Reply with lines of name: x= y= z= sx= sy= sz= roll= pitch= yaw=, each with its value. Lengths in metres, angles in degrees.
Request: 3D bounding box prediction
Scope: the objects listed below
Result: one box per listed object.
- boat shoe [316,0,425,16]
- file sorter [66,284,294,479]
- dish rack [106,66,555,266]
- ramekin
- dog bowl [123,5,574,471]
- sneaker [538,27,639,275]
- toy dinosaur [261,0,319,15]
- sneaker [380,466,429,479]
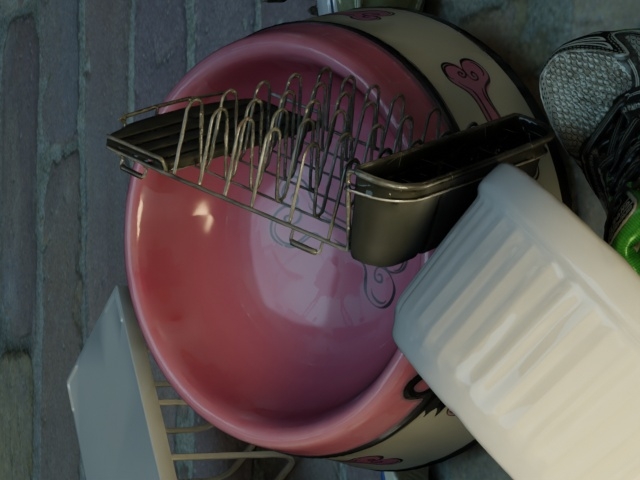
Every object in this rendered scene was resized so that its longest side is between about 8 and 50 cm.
boat shoe: x=0.070 y=-0.297 z=1.311 sx=0.094 sy=0.109 sz=0.302 roll=29 pitch=110 yaw=63
file sorter: x=-0.144 y=0.217 z=1.580 sx=0.193 sy=0.173 sz=0.278 roll=-56 pitch=42 yaw=44
dish rack: x=-0.002 y=-0.067 z=1.019 sx=0.271 sy=0.208 sz=0.074 roll=23 pitch=115 yaw=30
ramekin: x=0.160 y=0.090 z=0.899 sx=0.127 sy=0.273 sz=0.273 roll=-44 pitch=40 yaw=2
dog bowl: x=0.000 y=0.000 z=1.242 sx=0.408 sy=0.150 sz=0.408 roll=1 pitch=92 yaw=39
sneaker: x=0.238 y=-0.039 z=0.967 sx=0.343 sy=0.146 sz=0.134 roll=56 pitch=133 yaw=47
toy dinosaur: x=-0.023 y=-0.320 z=1.467 sx=0.313 sy=0.121 sz=0.160 roll=-118 pitch=29 yaw=-48
sneaker: x=0.064 y=0.233 z=1.333 sx=0.084 sy=0.058 sz=0.152 roll=-39 pitch=61 yaw=42
